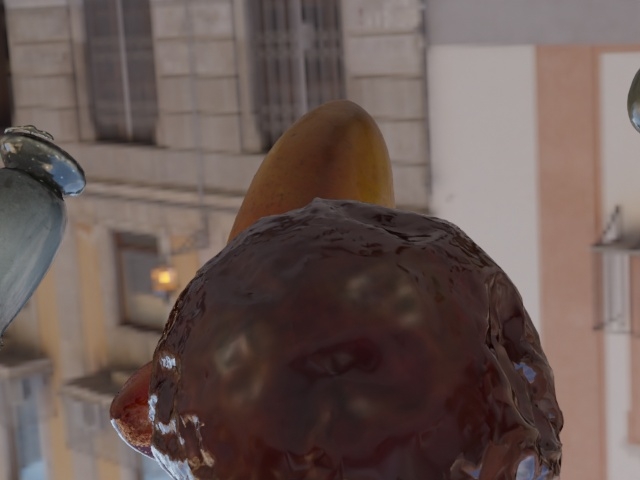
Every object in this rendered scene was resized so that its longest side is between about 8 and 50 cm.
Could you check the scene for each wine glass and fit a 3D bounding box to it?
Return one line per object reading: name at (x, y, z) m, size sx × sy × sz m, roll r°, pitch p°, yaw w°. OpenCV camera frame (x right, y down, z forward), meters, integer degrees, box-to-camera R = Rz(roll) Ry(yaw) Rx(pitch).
wine glass at (-0.309, -0.001, 1.282) m, size 0.111 × 0.204 × 0.111 m, roll 17°, pitch 152°, yaw 9°

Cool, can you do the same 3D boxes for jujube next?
jujube at (0.025, 0.116, 0.901) m, size 0.276 × 0.277 × 0.377 m, roll -4°, pitch 161°, yaw -2°

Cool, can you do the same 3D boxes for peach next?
peach at (-0.148, 0.221, 1.764) m, size 0.159 × 0.154 × 0.267 m, roll 43°, pitch -166°, yaw 36°

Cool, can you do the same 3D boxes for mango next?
mango at (0.000, 0.000, 1.461) m, size 0.201 × 0.350 × 0.199 m, roll 17°, pitch 162°, yaw -10°

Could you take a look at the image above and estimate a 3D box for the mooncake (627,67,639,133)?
mooncake at (0.465, -0.216, 1.581) m, size 0.135 × 0.275 × 0.275 m, roll 23°, pitch -157°, yaw 29°
